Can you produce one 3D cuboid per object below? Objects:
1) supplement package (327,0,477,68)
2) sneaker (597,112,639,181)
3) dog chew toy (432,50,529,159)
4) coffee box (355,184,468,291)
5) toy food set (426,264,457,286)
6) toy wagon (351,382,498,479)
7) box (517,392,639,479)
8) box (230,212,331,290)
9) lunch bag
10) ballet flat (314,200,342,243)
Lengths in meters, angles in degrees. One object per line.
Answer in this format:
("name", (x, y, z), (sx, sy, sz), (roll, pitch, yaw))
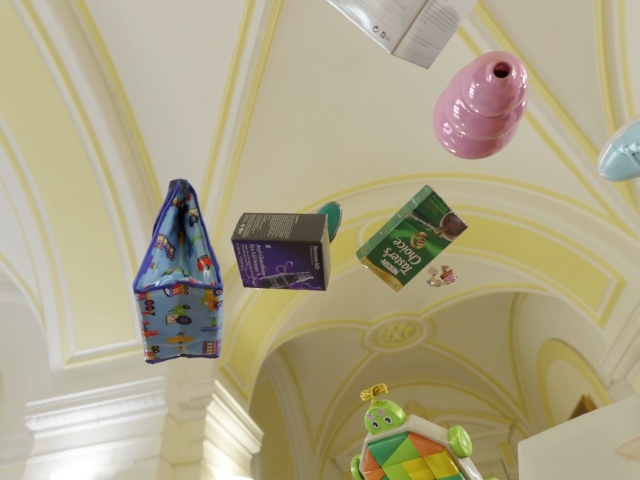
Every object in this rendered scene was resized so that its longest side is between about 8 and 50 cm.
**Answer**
("supplement package", (0.176, -0.462, 0.661), (0.177, 0.175, 0.293), (-19, -28, -55))
("sneaker", (0.730, -0.210, 0.844), (0.135, 0.150, 0.366), (42, -31, 0))
("dog chew toy", (0.370, -0.309, 0.944), (0.206, 0.207, 0.332), (-16, -6, 8))
("coffee box", (0.168, 0.000, 0.768), (0.184, 0.040, 0.113), (-44, -66, 13))
("toy food set", (0.317, 0.095, 1.082), (0.077, 0.122, 0.019), (-10, -73, 23))
("toy wagon", (0.184, 0.456, 0.837), (0.267, 0.068, 0.344), (-34, -91, 30))
("box", (0.201, 0.225, 0.220), (0.121, 0.148, 0.311), (-38, -10, 22))
("box", (-0.083, 0.025, 0.964), (0.207, 0.108, 0.153), (1, -51, 9))
("lunch bag", (-0.259, 0.043, 0.786), (0.138, 0.293, 0.221), (0, -45, -16))
("ballet flat", (0.000, 0.000, 1.093), (0.076, 0.079, 0.222), (22, -82, 10))
